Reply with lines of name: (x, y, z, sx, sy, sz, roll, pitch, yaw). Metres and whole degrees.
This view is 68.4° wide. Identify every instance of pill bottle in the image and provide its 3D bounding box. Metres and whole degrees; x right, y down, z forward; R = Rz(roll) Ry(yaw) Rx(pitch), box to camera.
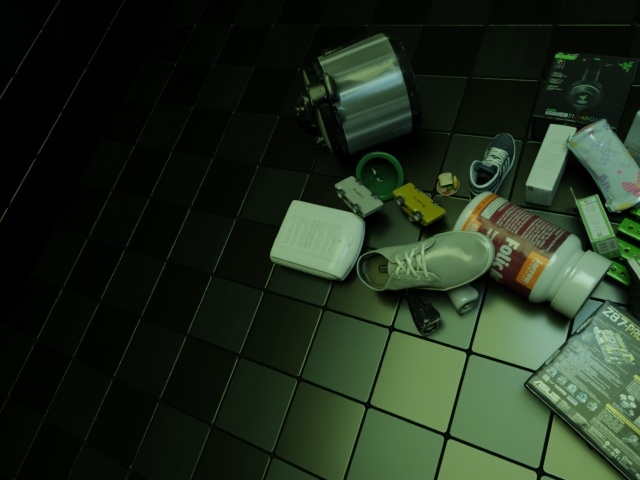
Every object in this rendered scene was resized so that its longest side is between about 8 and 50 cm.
pill bottle: (0.594, 0.040, 1.364, 0.392, 0.224, 0.224, 36, 85, 31)

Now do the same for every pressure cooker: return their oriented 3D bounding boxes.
pressure cooker: (0.111, -0.500, 1.681, 0.420, 0.370, 0.375, -20, 42, 5)

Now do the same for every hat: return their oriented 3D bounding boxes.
hat: (0.230, -0.269, 1.760, 0.173, 0.183, 0.208, -17, 105, 22)

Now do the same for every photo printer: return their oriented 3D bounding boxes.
photo printer: (0.000, 0.000, 1.690, 0.307, 0.107, 0.256, 14, 74, 26)

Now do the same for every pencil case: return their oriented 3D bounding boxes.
pencil case: (0.843, -0.217, 1.381, 0.124, 0.113, 0.273, -32, 88, 26)

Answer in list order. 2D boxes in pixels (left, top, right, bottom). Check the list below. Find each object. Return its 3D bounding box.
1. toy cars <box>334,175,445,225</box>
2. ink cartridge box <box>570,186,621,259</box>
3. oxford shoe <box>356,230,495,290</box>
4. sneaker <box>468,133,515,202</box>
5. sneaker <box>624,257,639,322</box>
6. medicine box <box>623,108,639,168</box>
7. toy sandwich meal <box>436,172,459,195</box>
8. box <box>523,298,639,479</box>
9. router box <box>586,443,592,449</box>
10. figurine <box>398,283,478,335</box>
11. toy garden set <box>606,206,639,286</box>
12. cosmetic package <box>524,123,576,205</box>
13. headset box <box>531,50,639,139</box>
toy cars: (0.233, -0.123, 1.632, 0.393, 0.087, 0.176, 9, 50, 15)
ink cartridge box: (0.792, -0.057, 1.360, 0.062, 0.109, 0.209, -21, 46, 28)
oxford shoe: (0.290, 0.072, 1.403, 0.449, 0.130, 0.169, -12, 81, 40)
sneaker: (0.565, -0.257, 1.543, 0.099, 0.153, 0.282, 20, 77, 27)
sneaker: (0.841, 0.165, 1.263, 0.121, 0.079, 0.217, -33, 77, 34)
medicine box: (1.002, -0.342, 1.322, 0.149, 0.289, 0.263, 39, 86, 28)
toy sandwich meal: (0.442, -0.197, 1.638, 0.085, 0.029, 0.086, -8, 65, 19)
box: (0.770, 0.392, 1.163, 0.318, 0.097, 0.395, -47, 63, 1)
router box: (0.719, 0.438, 1.247, 0.133, 0.046, 0.179, -30, 61, 7)
figurine: (0.357, 0.156, 1.496, 0.215, 0.092, 0.209, -32, 56, 6)
toy garden set: (0.930, 0.036, 1.333, 0.204, 0.049, 0.244, 37, 84, 32)
cosmetic package: (0.727, -0.238, 1.491, 0.085, 0.117, 0.231, 18, 77, 29)
headset box: (0.853, -0.462, 1.526, 0.246, 0.131, 0.283, 19, 76, 27)
